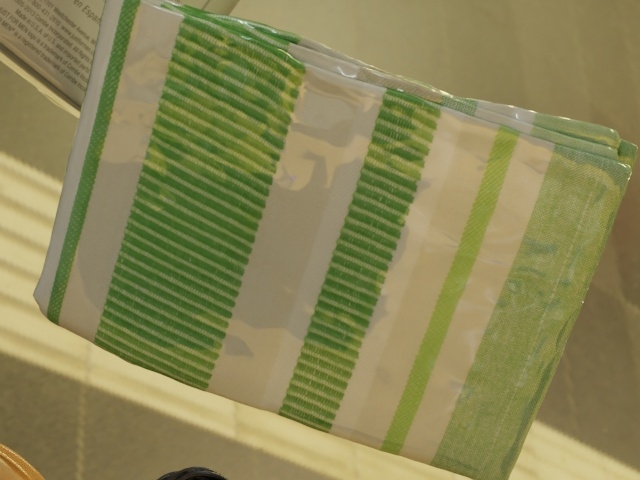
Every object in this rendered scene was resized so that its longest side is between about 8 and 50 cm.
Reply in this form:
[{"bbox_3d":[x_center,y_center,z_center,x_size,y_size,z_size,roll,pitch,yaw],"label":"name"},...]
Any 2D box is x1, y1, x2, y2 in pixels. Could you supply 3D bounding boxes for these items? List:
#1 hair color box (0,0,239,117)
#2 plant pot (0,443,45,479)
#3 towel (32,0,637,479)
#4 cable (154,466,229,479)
[{"bbox_3d":[-0.096,-0.270,0.876,0.374,0.114,0.185,-55,134,-5],"label":"hair color box"},{"bbox_3d":[-0.328,0.252,1.052,0.203,0.291,0.290,95,-7,-59],"label":"plant pot"},{"bbox_3d":[0.000,0.000,0.854,0.325,0.247,0.038,18,23,-1],"label":"towel"},{"bbox_3d":[-0.134,0.325,1.535,0.184,0.150,0.047,32,16,14],"label":"cable"}]
